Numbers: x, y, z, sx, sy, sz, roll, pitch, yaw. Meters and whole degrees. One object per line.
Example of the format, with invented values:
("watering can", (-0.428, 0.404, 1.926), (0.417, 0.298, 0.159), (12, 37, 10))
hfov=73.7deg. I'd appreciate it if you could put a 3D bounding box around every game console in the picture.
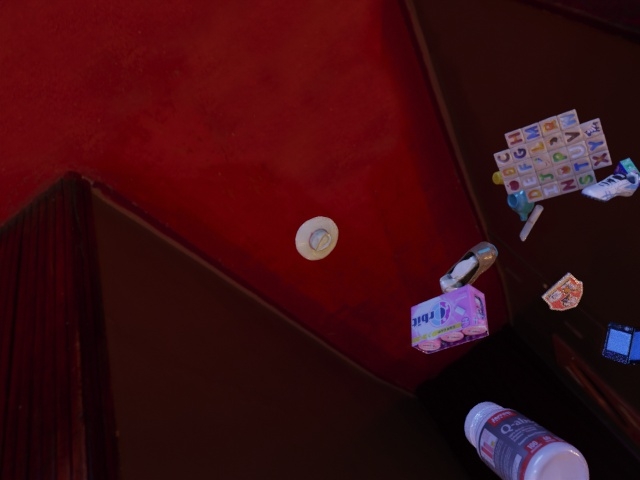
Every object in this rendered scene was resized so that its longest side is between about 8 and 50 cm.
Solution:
("game console", (0.910, 0.299, 1.264), (0.122, 0.107, 0.071), (-62, 149, -21))

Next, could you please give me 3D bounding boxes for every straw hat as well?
("straw hat", (0.000, 0.000, 1.299), (0.144, 0.061, 0.145), (-6, 107, -20))

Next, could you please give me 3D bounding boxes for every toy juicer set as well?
("toy juicer set", (0.851, -0.188, 1.765), (0.089, 0.329, 0.209), (-11, 160, -13))

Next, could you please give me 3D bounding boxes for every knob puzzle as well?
("knob puzzle", (1.200, 0.272, 2.079), (0.212, 0.030, 0.213), (-3, 115, -7))

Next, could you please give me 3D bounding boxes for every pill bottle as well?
("pill bottle", (0.636, 0.674, 1.371), (0.210, 0.363, 0.211), (0, 92, -13))

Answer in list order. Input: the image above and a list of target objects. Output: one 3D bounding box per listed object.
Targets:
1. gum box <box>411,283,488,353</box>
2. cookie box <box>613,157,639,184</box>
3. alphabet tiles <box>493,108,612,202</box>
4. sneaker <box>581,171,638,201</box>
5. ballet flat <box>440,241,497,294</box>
("gum box", (0.308, 0.190, 1.022), (0.062, 0.107, 0.188), (29, 138, -26))
("cookie box", (1.262, -0.267, 1.749), (0.040, 0.107, 0.092), (-22, 154, 11))
("alphabet tiles", (0.820, -0.290, 1.524), (0.342, 0.011, 0.285), (-17, 110, 32))
("sneaker", (0.963, -0.181, 1.422), (0.237, 0.085, 0.086), (-12, 119, -23))
("ballet flat", (0.531, 0.134, 1.621), (0.124, 0.116, 0.342), (-12, 149, -31))
